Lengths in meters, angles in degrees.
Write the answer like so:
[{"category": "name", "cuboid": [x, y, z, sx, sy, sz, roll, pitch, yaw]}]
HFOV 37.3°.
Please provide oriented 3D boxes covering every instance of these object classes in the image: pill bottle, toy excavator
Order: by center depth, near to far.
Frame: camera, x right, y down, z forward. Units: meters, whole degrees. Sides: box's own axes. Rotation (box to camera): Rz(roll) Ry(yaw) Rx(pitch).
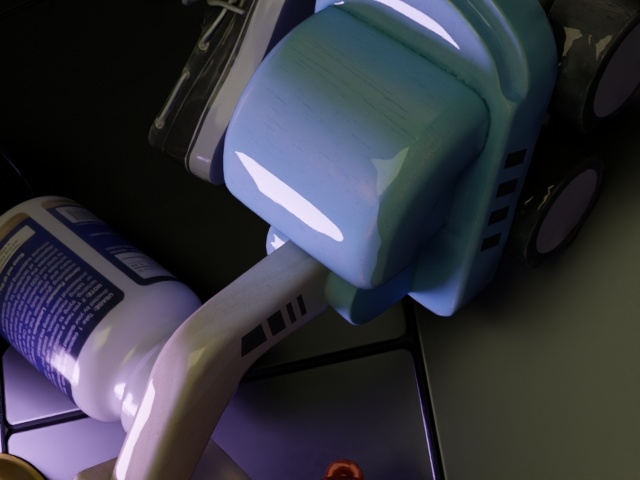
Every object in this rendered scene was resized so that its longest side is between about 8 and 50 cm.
[{"category": "toy excavator", "cuboid": [0.000, 0.000, 0.716, 0.222, 0.445, 0.433, 39, 143, 28]}, {"category": "pill bottle", "cuboid": [-0.208, 0.079, 0.919, 0.265, 0.153, 0.153, 34, 97, 29]}]

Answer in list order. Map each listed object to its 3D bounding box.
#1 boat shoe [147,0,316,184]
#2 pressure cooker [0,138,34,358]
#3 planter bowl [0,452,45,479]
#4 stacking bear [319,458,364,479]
[{"category": "boat shoe", "cuboid": [-0.073, -0.210, 0.925, 0.105, 0.113, 0.306, 30, 105, 14]}, {"category": "pressure cooker", "cuboid": [-0.564, -0.010, 1.002, 0.420, 0.370, 0.375, 20, 114, 30]}, {"category": "planter bowl", "cuboid": [-0.380, 0.335, 0.998, 0.217, 0.090, 0.217, -6, 78, 27]}, {"category": "stacking bear", "cuboid": [-0.049, 0.307, 0.758, 0.289, 0.164, 0.175, -43, 70, 0]}]
